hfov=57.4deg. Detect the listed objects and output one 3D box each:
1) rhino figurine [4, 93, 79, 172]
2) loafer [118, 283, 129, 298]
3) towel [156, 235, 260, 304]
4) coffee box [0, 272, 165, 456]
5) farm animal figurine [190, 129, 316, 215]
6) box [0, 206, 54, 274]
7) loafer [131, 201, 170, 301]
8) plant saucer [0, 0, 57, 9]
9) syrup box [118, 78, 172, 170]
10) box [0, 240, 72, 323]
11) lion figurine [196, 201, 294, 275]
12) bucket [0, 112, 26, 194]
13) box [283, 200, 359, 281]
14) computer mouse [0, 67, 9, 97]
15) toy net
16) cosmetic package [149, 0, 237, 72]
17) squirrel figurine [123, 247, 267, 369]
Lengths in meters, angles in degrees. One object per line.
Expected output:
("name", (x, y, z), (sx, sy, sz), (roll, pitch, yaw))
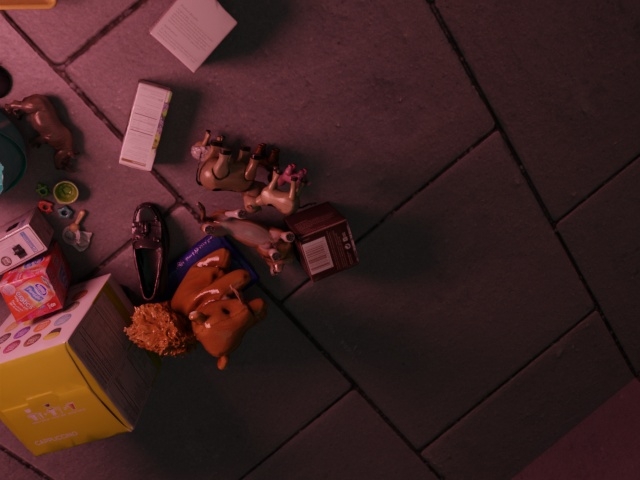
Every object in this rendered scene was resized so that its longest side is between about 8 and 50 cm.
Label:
("rhino figurine", (-0.749, -0.291, 1.617), (0.106, 0.073, 0.243), (-27, 118, -3))
("loafer", (-0.636, 0.274, 1.866), (0.096, 0.084, 0.267), (-11, 113, -16))
("towel", (-0.382, 0.128, 1.904), (0.308, 0.076, 0.228), (-37, 110, 0))
("coffee box", (-0.713, 0.356, 1.687), (0.337, 0.334, 0.338), (-18, 117, 12))
("farm animal figurine", (-0.208, -0.171, 1.694), (0.326, 0.330, 0.172), (12, 111, -23))
("box", (-0.910, 0.033, 1.639), (0.290, 0.169, 0.087), (-29, 117, -4))
("loafer", (-0.516, 0.037, 1.774), (0.109, 0.095, 0.302), (-3, 99, -2))
("plant saucer", (-0.835, -0.733, 1.410), (0.333, 0.081, 0.333), (-7, 112, -15))
("syrup box", (-0.501, -0.328, 1.668), (0.096, 0.093, 0.237), (13, 106, -22))
("box", (-0.798, 0.111, 1.655), (0.128, 0.257, 0.123), (-19, 114, -10))
("lion figurine", (-0.229, -0.023, 1.806), (0.392, 0.240, 0.142), (32, 83, -22))
("bucket", (-0.912, -0.214, 1.501), (0.281, 0.183, 0.281), (0, 117, -1))
("box", (0.000, 0.000, 1.896), (0.167, 0.203, 0.168), (-22, 116, -9))
("computer mouse", (-0.962, -0.420, 1.504), (0.262, 0.060, 0.184), (31, 98, -25))
("toy net", (-0.751, -0.064, 1.720), (0.122, 0.045, 0.232), (-13, 114, -13))
("cosmetic package", (-0.347, -0.581, 1.585), (0.184, 0.151, 0.151), (-47, 117, 4))
("squirrel figurine", (-0.347, 0.246, 1.707), (0.397, 0.370, 0.281), (-23, 110, -6))
